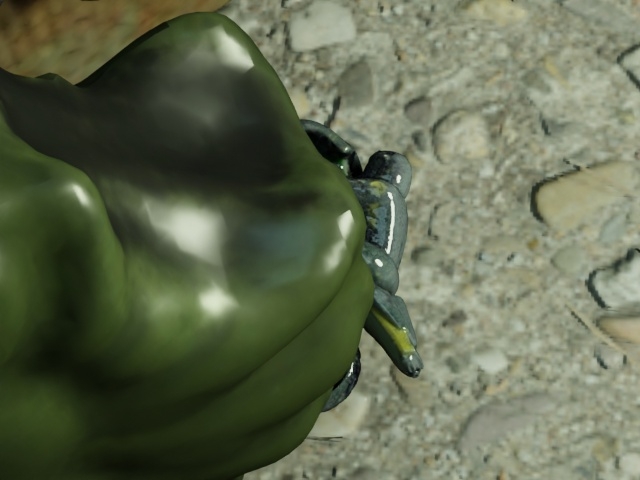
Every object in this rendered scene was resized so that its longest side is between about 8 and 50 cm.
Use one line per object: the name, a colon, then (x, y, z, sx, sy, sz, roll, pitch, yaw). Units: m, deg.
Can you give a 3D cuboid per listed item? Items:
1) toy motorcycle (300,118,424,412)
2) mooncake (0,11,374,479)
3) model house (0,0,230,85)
toy motorcycle: (0.000, 0.000, 1.067, 0.124, 0.061, 0.193, -27, 58, 1)
mooncake: (-0.157, 0.043, 0.906, 0.351, 0.351, 0.187, -26, 65, -6)
model house: (-0.190, -0.210, 1.047, 0.280, 0.312, 0.245, -32, 69, -11)
